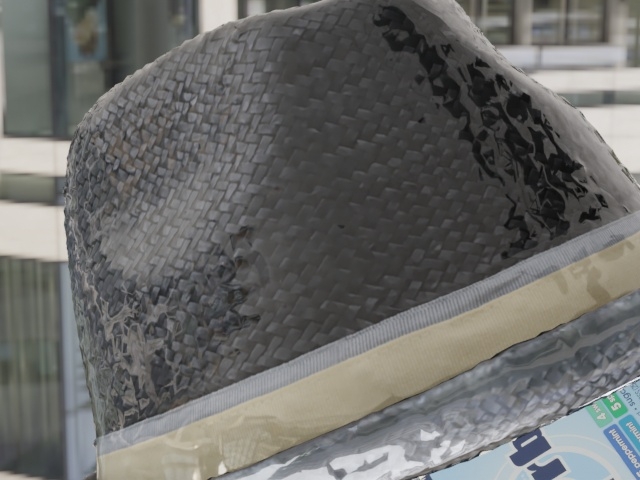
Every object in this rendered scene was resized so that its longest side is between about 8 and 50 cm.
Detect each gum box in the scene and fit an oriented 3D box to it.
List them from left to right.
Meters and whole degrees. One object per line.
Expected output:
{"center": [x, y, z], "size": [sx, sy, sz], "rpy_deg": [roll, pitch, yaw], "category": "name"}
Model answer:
{"center": [0.152, 0.162, 0.875], "size": [0.184, 0.041, 0.157], "rpy_deg": [-32, -127, 0], "category": "gum box"}

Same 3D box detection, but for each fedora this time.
{"center": [0.000, 0.000, 0.473], "size": [0.334, 0.152, 0.334], "rpy_deg": [-24, 177, -2], "category": "fedora"}
